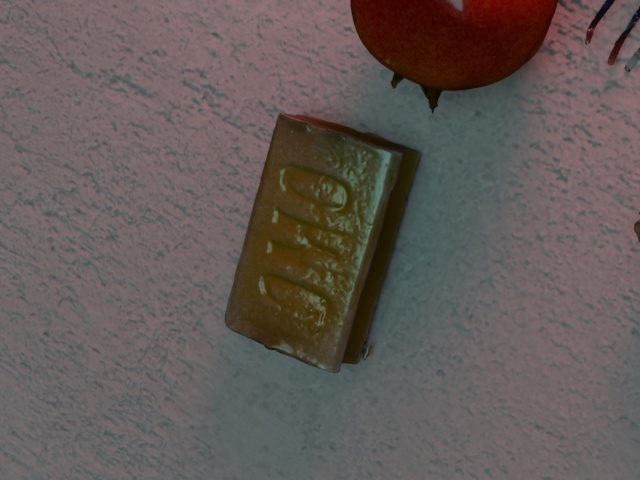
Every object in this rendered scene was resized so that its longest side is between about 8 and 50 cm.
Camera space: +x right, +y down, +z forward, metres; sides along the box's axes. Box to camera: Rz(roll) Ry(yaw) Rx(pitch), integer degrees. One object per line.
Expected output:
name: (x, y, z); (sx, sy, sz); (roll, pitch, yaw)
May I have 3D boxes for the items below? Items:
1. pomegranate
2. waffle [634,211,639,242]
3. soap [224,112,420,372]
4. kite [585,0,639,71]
pomegranate: (0.135, -0.255, 1.191); (0.221, 0.221, 0.256); (38, 143, 17)
waffle: (0.491, 0.096, 1.073); (0.261, 0.114, 0.376); (-28, 83, 45)
soap: (0.000, 0.000, 1.345); (0.174, 0.089, 0.274); (20, 104, 23)
kite: (0.353, -0.283, 1.161); (0.127, 0.016, 0.229); (30, 114, -10)
